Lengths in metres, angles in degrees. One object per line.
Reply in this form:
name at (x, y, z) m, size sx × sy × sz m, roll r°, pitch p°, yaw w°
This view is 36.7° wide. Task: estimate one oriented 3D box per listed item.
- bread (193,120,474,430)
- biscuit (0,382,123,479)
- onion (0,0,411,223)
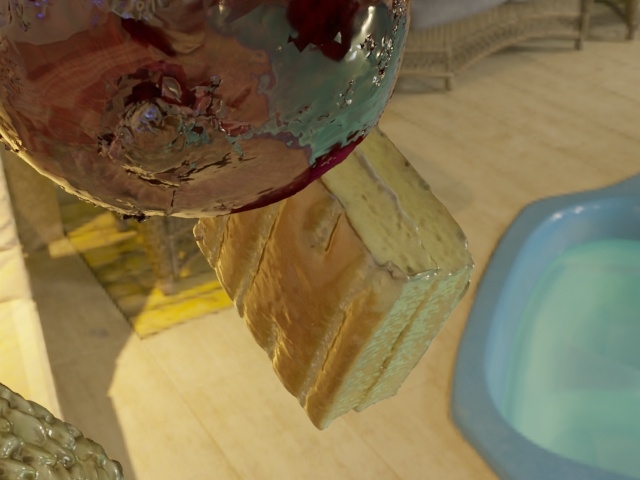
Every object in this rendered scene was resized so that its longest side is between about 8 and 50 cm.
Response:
bread at (0.000, 0.000, 0.813) m, size 0.111 × 0.246 × 0.239 m, roll -22°, pitch 65°, yaw -31°
biscuit at (-0.139, 0.067, 0.315) m, size 0.082 × 0.168 × 0.070 m, roll -34°, pitch 26°, yaw 31°
onion at (-0.079, -0.133, 0.551) m, size 0.276 × 0.276 × 0.276 m, roll -2°, pitch 29°, yaw 1°
